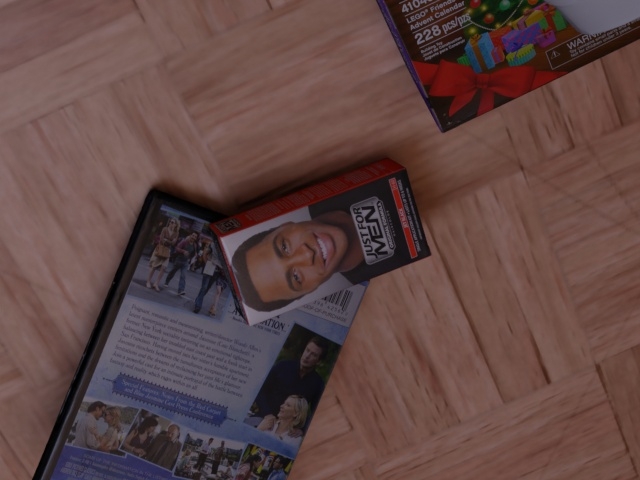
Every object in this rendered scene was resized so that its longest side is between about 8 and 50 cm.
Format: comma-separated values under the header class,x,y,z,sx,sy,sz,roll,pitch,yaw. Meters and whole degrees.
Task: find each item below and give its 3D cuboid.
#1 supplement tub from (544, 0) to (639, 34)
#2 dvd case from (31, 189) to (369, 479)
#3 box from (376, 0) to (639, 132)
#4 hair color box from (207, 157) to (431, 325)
class,x,y,z,sx,sy,sz,roll,pitch,yaw
supplement tub,0.111,-0.288,0.820,0.228,0.228,0.316,-40,103,13
dvd case,-0.088,0.108,1.133,0.180,0.022,0.253,21,95,-22
box,0.169,-0.220,1.017,0.293,0.057,0.201,-26,122,4
hair color box,0.000,0.000,1.100,0.141,0.043,0.072,-22,109,-10
